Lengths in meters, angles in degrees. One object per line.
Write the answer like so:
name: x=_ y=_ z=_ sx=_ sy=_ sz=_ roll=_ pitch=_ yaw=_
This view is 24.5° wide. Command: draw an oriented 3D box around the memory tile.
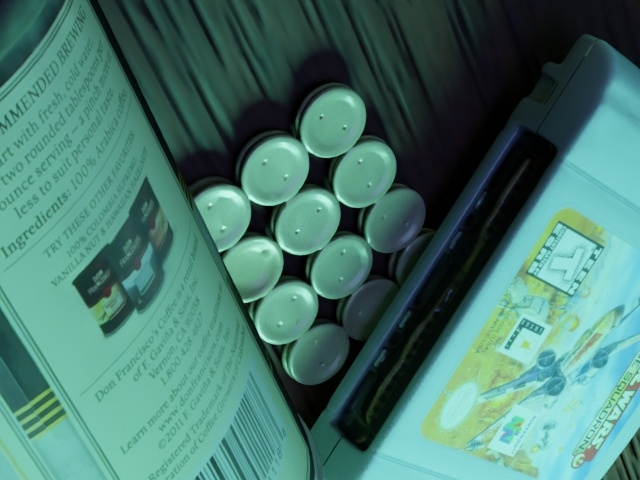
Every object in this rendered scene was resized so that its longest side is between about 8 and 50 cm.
memory tile: x=0.000 y=0.000 z=0.738 sx=0.113 sy=0.012 sz=0.148 roll=-41 pitch=130 yaw=-8

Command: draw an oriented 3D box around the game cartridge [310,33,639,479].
game cartridge: x=0.122 y=0.054 z=0.812 sx=0.198 sy=0.062 sz=0.297 roll=26 pitch=99 yaw=-40

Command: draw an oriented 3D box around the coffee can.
coffee can: x=-0.135 y=0.029 z=0.543 sx=0.202 sy=0.201 sz=0.275 roll=-33 pitch=128 yaw=-14
